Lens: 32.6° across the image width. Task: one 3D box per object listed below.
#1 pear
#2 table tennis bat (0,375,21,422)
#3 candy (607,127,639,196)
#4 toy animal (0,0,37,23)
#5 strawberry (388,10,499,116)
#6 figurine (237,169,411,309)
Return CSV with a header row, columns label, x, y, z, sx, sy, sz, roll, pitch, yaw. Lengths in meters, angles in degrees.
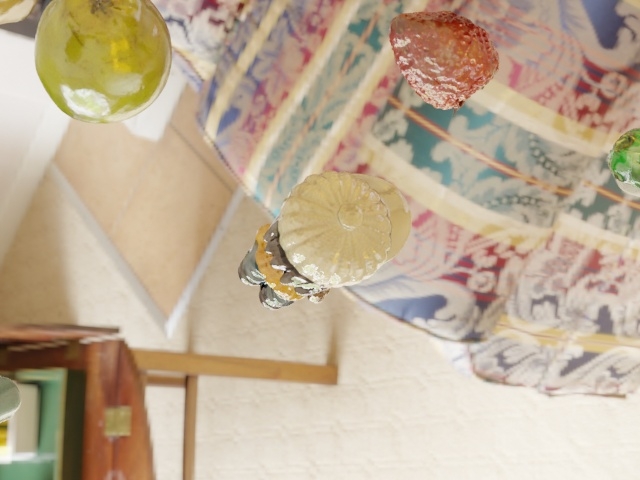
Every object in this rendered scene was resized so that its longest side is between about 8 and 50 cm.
label,x,y,z,sx,sy,sz,roll,pitch,yaw
pear,-0.325,-0.280,1.638,0.269,0.212,0.212,116,146,-65
table tennis bat,-0.292,0.146,0.809,0.038,0.237,0.149,-20,95,15
candy,0.547,-0.055,1.498,0.323,0.097,0.097,29,108,6
toy animal,-0.303,-0.293,0.994,0.281,0.169,0.195,-21,33,51
strawberry,0.158,-0.236,1.414,0.131,0.148,0.131,-5,83,41
figurine,-0.019,0.019,1.716,0.185,0.204,0.332,48,128,-5
